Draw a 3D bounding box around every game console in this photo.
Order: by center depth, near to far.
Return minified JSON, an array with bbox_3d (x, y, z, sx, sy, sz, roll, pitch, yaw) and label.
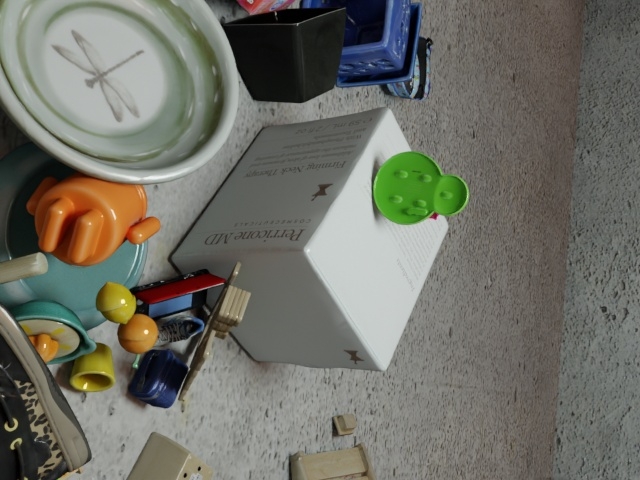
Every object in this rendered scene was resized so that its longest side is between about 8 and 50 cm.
[{"bbox_3d":[-0.243,0.106,1.245,0.144,0.085,0.124,-14,135,-30],"label":"game console"}]

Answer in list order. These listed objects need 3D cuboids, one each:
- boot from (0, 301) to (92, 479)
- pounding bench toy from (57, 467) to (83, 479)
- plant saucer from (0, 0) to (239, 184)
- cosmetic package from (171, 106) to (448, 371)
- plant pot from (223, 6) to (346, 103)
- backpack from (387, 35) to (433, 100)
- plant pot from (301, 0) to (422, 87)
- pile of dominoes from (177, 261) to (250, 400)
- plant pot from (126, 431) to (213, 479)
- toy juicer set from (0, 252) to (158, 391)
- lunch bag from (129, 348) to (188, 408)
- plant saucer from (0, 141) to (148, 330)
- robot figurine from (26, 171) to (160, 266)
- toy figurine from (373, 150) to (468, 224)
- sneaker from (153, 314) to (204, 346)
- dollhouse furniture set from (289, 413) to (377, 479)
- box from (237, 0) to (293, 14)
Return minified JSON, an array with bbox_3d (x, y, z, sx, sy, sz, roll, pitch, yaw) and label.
[{"bbox_3d":[-0.480,0.223,0.899,0.284,0.138,0.377,-37,129,-28],"label":"boot"},{"bbox_3d":[-0.409,0.328,1.111,0.065,0.052,0.083,-32,113,-49],"label":"pounding bench toy"},{"bbox_3d":[-0.318,-0.263,1.111,0.400,0.100,0.400,13,68,-34],"label":"plant saucer"},{"bbox_3d":[0.000,0.000,1.436,0.327,0.329,0.394,58,45,-33],"label":"cosmetic package"},{"bbox_3d":[-0.062,-0.383,1.515,0.188,0.187,0.167,-38,129,-47],"label":"plant pot"},{"bbox_3d":[0.222,-0.452,1.925,0.158,0.117,0.173,-5,92,-53],"label":"backpack"},{"bbox_3d":[0.104,-0.487,1.690,0.212,0.236,0.236,29,66,-55],"label":"plant pot"},{"bbox_3d":[-0.180,0.168,1.262,0.040,0.251,0.196,22,54,-8],"label":"pile of dominoes"},{"bbox_3d":[-0.254,0.411,1.272,0.109,0.096,0.109,52,50,-36],"label":"plant pot"},{"bbox_3d":[-0.374,0.121,1.040,0.329,0.209,0.089,40,31,-44],"label":"toy juicer set"},{"bbox_3d":[-0.282,0.235,1.270,0.065,0.067,0.098,48,50,-40],"label":"lunch bag"},{"bbox_3d":[-0.392,-0.007,1.163,0.317,0.043,0.318,3,86,-53],"label":"plant saucer"},{"bbox_3d":[-0.334,-0.043,1.073,0.219,0.158,0.128,-72,146,-70],"label":"robot figurine"},{"bbox_3d":[0.204,-0.081,1.325,0.159,0.173,0.130,11,90,-64],"label":"toy figurine"},{"bbox_3d":[-0.264,0.159,1.305,0.135,0.058,0.052,-16,100,-51],"label":"sneaker"},{"bbox_3d":[-0.033,0.583,1.599,0.303,0.174,0.355,7,52,-40],"label":"dollhouse furniture set"},{"bbox_3d":[-0.101,-0.528,1.411,0.128,0.122,0.257,48,23,-7],"label":"box"}]
